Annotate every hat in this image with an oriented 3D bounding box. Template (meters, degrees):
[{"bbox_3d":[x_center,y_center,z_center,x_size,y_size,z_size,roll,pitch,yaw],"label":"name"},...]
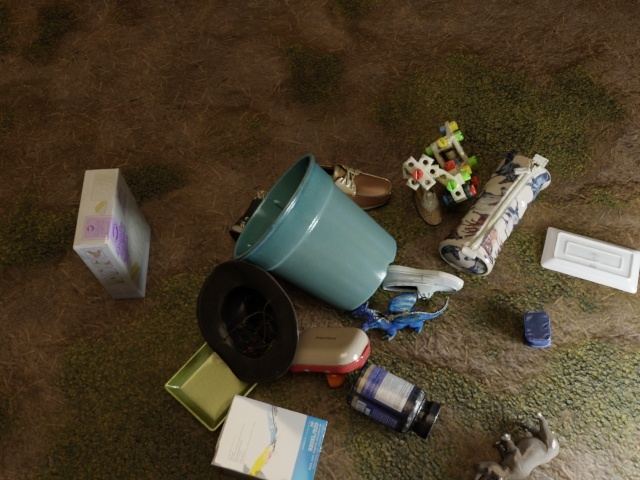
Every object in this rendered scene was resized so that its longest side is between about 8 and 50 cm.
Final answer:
[{"bbox_3d":[-0.161,0.199,1.596,0.331,0.331,0.134,40,27,21],"label":"hat"}]

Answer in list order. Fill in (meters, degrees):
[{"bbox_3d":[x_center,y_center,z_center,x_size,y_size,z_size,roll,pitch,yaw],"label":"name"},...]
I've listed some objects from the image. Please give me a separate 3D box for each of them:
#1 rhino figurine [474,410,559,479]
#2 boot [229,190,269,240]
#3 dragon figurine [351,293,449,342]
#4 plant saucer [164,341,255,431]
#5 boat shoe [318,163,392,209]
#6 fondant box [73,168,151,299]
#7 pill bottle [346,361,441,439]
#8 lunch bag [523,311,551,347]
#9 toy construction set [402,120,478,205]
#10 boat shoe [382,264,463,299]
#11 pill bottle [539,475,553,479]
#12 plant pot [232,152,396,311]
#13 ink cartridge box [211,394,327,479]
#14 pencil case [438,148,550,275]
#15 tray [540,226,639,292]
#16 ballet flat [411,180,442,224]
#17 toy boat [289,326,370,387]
[{"bbox_3d":[0.476,0.529,1.490,0.243,0.073,0.106,-30,61,-12],"label":"rhino figurine"},{"bbox_3d":[-0.135,-0.049,1.837,0.237,0.085,0.178,19,60,11],"label":"boot"},{"bbox_3d":[0.228,0.200,1.644,0.290,0.144,0.085,-12,61,-4],"label":"dragon figurine"},{"bbox_3d":[-0.283,0.383,1.620,0.188,0.045,0.188,35,68,20],"label":"plant saucer"},{"bbox_3d":[0.058,-0.173,1.876,0.324,0.120,0.122,3,61,4],"label":"boat shoe"},{"bbox_3d":[-0.567,-0.009,1.690,0.096,0.330,0.238,-4,61,1],"label":"fondant box"},{"bbox_3d":[0.186,0.409,1.541,0.219,0.122,0.122,25,65,15],"label":"pill bottle"},{"bbox_3d":[0.589,0.240,1.653,0.067,0.065,0.098,-3,60,19],"label":"lunch bag"},{"bbox_3d":[0.376,-0.222,1.815,0.328,0.151,0.215,-39,105,-50],"label":"toy construction set"},{"bbox_3d":[0.286,0.129,1.728,0.228,0.079,0.081,8,68,14],"label":"boat shoe"},{"bbox_3d":[0.494,0.635,1.416,0.169,0.094,0.094,-40,66,-18],"label":"pill bottle"},{"bbox_3d":[0.000,0.000,1.631,0.334,0.341,0.341,36,63,-16],"label":"plant pot"},{"bbox_3d":[-0.126,0.493,1.457,0.233,0.171,0.168,17,63,-1],"label":"ink cartridge box"},{"bbox_3d":[0.508,-0.076,1.769,0.160,0.183,0.410,33,68,18],"label":"pencil case"},{"bbox_3d":[0.792,0.049,1.772,0.271,0.030,0.145,17,64,12],"label":"tray"},{"bbox_3d":[0.324,-0.145,1.879,0.073,0.067,0.206,-15,61,-3],"label":"ballet flat"},{"bbox_3d":[0.023,0.318,1.596,0.231,0.151,0.151,-3,23,28],"label":"toy boat"}]
